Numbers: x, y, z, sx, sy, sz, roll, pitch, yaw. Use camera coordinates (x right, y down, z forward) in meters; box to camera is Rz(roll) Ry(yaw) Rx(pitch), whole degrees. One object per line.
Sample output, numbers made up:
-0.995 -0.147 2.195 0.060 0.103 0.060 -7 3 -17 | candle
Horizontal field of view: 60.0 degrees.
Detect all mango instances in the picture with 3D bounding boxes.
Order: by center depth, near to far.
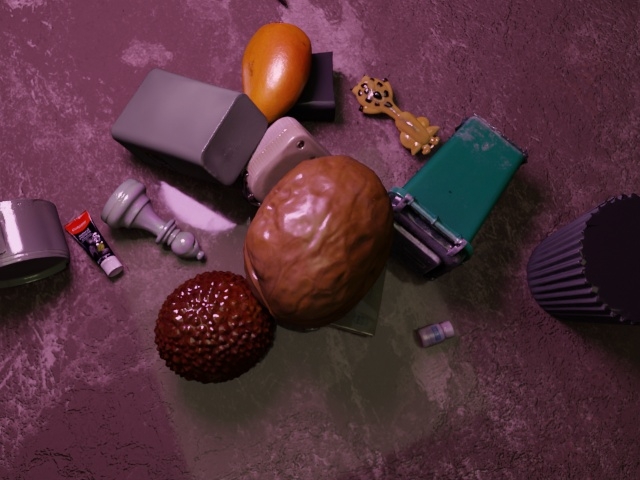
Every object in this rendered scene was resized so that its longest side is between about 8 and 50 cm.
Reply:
-0.116 -0.414 1.405 0.187 0.138 0.257 0 75 15 | mango

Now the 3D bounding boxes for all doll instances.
0.208 -0.351 1.538 0.291 0.086 0.117 43 100 9 | doll

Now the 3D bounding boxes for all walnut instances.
0.000 0.000 1.240 0.308 0.354 0.398 33 76 -9 | walnut

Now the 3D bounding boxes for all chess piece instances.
-0.415 -0.034 1.437 0.271 0.139 0.139 34 79 -7 | chess piece

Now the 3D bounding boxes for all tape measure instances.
-0.067 -0.155 1.423 0.231 0.271 0.133 -44 52 11 | tape measure

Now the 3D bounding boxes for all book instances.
0.022 0.119 1.453 0.282 0.025 0.215 13 64 0 | book

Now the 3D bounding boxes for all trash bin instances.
-0.326 -0.280 1.374 0.343 0.158 0.223 22 77 38 | trash bin
0.327 -0.119 1.412 0.259 0.295 0.381 39 74 4 | trash bin
-0.075 -0.418 1.529 0.225 0.115 0.165 -3 81 0 | trash bin

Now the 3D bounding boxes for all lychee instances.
-0.248 0.207 1.323 0.275 0.304 0.276 -11 71 34 | lychee

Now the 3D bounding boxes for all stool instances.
0.693 0.070 1.366 0.297 0.330 0.297 1 79 -4 | stool

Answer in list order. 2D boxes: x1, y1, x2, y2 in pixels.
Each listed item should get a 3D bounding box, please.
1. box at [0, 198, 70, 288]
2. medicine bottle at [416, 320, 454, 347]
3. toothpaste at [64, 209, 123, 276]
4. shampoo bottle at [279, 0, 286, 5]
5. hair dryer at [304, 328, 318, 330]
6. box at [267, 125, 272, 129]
-0.741 0.010 1.346 0.226 0.226 0.149 -20 81 -7 | box
0.301 0.245 1.452 0.089 0.052 0.052 -17 81 -7 | medicine bottle
-0.591 0.012 1.451 0.071 0.045 0.193 -38 78 -9 | toothpaste
-0.041 -0.781 1.618 0.236 0.067 0.068 -44 75 -9 | shampoo bottle
0.017 0.203 1.456 0.124 0.038 0.063 -2 81 -11 | hair dryer
-0.124 -0.274 1.509 0.122 0.089 0.062 -14 91 -5 | box
